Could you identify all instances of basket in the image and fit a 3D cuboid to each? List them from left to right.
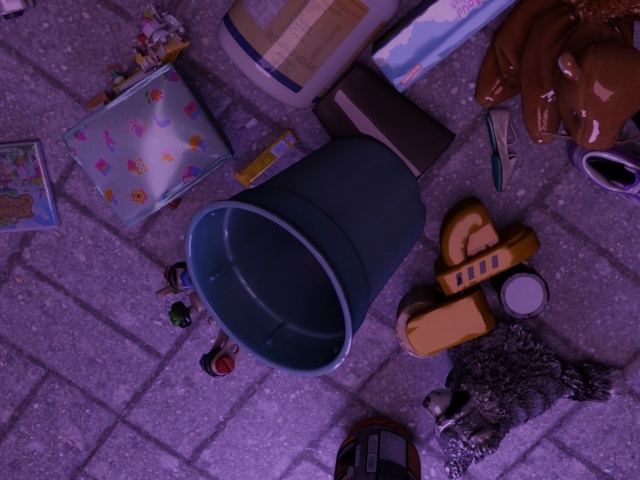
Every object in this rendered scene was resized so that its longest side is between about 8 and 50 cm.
[{"bbox_3d":[0.107,-0.212,1.539,0.204,0.154,0.227,-43,98,6],"label":"basket"}]

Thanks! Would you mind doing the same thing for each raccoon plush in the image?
[{"bbox_3d":[0.422,0.337,1.617,0.445,0.299,0.216,4,134,4],"label":"raccoon plush"}]

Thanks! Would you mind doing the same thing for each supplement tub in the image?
[{"bbox_3d":[-0.005,-0.412,1.422,0.228,0.228,0.316,40,110,-11],"label":"supplement tub"},{"bbox_3d":[0.122,0.533,1.747,0.193,0.316,0.194,2,112,5],"label":"supplement tub"}]

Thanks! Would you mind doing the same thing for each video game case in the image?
[{"bbox_3d":[-0.674,-0.110,1.721,0.212,0.023,0.194,-4,112,7],"label":"video game case"}]

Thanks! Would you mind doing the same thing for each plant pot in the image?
[{"bbox_3d":[0.000,0.000,1.422,0.341,0.334,0.341,24,135,26],"label":"plant pot"}]

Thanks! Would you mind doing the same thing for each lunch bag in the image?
[{"bbox_3d":[-0.321,-0.176,1.522,0.262,0.160,0.223,-33,103,4],"label":"lunch bag"}]

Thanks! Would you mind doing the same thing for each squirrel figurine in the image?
[{"bbox_3d":[0.444,-0.337,1.331,0.280,0.370,0.397,12,113,1],"label":"squirrel figurine"}]

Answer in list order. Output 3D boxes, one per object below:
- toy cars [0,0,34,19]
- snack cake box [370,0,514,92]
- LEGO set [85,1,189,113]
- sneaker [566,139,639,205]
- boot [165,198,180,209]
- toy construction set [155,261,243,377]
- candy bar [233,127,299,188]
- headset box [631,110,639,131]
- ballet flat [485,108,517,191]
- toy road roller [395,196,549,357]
[{"bbox_3d":[-0.746,-0.502,1.534,0.393,0.087,0.177,25,113,-5],"label":"toy cars"},{"bbox_3d":[0.217,-0.393,1.449,0.264,0.152,0.089,-38,104,18],"label":"snack cake box"},{"bbox_3d":[-0.355,-0.355,1.550,0.287,0.132,0.107,-33,89,40],"label":"LEGO set"},{"bbox_3d":[0.601,-0.108,1.525,0.282,0.161,0.102,20,111,-4],"label":"sneaker"},{"bbox_3d":[-0.290,-0.170,1.635,0.152,0.073,0.197,-24,111,10],"label":"boot"},{"bbox_3d":[-0.163,0.109,1.644,0.237,0.309,0.258,-25,75,-25],"label":"toy construction set"},{"bbox_3d":[-0.108,-0.167,1.645,0.161,0.018,0.040,-40,107,18],"label":"candy bar"},{"bbox_3d":[0.682,-0.219,1.399,0.218,0.293,0.110,-35,105,18],"label":"headset box"},{"bbox_3d":[0.359,-0.174,1.578,0.052,0.057,0.168,-12,111,0],"label":"ballet flat"},{"bbox_3d":[0.275,0.061,1.611,0.329,0.202,0.241,-26,95,10],"label":"toy road roller"}]
